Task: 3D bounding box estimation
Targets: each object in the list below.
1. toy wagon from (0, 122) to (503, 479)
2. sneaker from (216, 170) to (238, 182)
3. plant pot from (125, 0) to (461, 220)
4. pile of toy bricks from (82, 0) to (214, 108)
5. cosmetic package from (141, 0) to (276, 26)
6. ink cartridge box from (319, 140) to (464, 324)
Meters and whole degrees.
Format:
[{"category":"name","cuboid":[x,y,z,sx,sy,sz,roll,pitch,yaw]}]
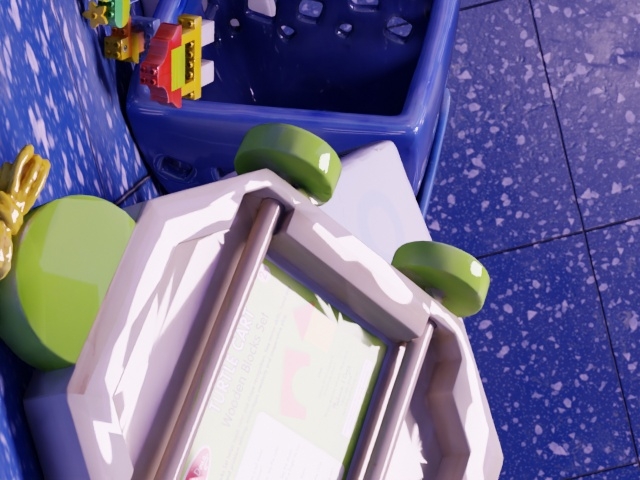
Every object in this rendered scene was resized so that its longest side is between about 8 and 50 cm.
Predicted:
[{"category":"toy wagon","cuboid":[-0.044,0.073,0.907,0.344,0.068,0.267,37,58,-28]},{"category":"sneaker","cuboid":[-0.047,0.126,1.294,0.236,0.130,0.323,-70,152,-65]},{"category":"plant pot","cuboid":[-0.009,-0.111,1.494,0.212,0.235,0.236,84,16,-51]},{"category":"pile of toy bricks","cuboid":[-0.141,-0.203,1.303,0.105,0.118,0.212,-35,132,-56]},{"category":"cosmetic package","cuboid":[-0.113,-0.260,1.664,0.085,0.117,0.231,-19,94,-86]},{"category":"ink cartridge box","cuboid":[0.023,0.156,1.106,0.308,0.091,0.385,-33,101,-61]}]
